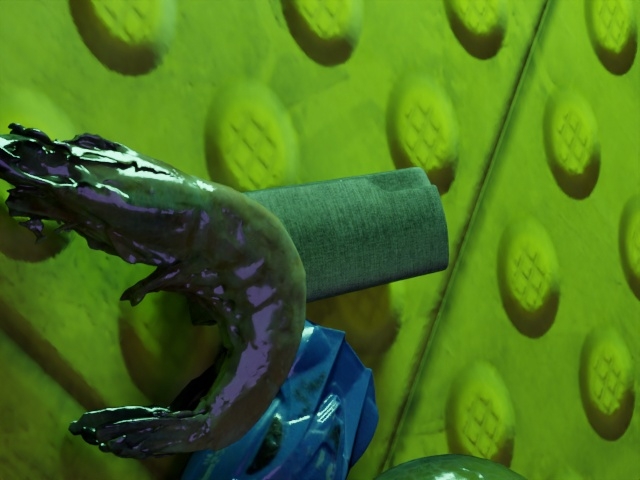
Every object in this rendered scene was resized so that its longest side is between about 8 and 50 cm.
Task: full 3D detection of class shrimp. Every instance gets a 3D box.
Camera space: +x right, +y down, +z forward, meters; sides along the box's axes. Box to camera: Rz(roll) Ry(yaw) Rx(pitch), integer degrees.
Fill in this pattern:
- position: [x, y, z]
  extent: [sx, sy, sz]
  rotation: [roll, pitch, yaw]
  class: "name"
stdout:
- position: [-0.102, 0.027, 0.917]
  extent: [0.219, 0.046, 0.152]
  rotation: [28, 75, -32]
  class: "shrimp"

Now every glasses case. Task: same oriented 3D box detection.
- position: [0.000, 0.000, 1.070]
  extent: [0.205, 0.047, 0.070]
  rotation: [-10, 91, -53]
  class: "glasses case"

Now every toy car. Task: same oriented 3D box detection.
- position: [-0.030, 0.135, 0.992]
  extent: [0.103, 0.063, 0.216]
  rotation: [55, 45, -33]
  class: "toy car"

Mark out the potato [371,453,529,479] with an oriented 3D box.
- position: [0.093, 0.219, 1.066]
  extent: [0.251, 0.159, 0.174]
  rotation: [24, 94, -58]
  class: "potato"
